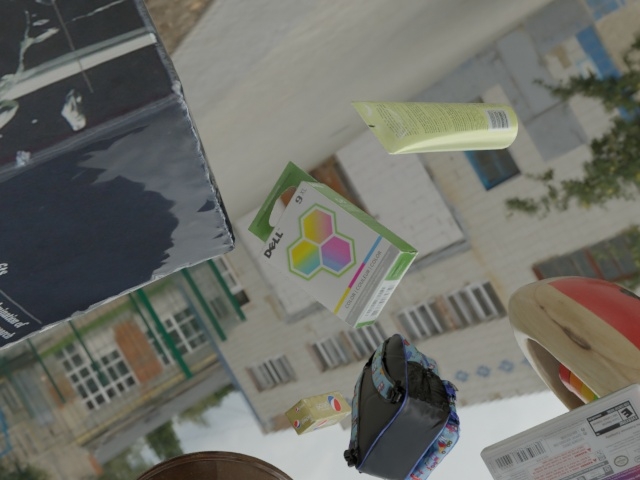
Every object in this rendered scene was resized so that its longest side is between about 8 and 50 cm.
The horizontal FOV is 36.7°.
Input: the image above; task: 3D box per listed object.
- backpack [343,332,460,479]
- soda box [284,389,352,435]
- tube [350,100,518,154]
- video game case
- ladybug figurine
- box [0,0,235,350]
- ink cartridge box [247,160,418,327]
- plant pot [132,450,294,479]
[{"bbox_3d":[0.108,0.221,1.299,0.158,0.117,0.173,-60,-165,27],"label":"backpack"},{"bbox_3d":[-0.003,0.387,2.176,0.058,0.061,0.181,-42,160,20],"label":"soda box"},{"bbox_3d":[0.148,-0.143,1.210,0.240,0.062,0.070,-6,-170,-40],"label":"tube"},{"bbox_3d":[0.309,0.279,1.078,0.201,0.183,0.023,-30,176,25],"label":"video game case"},{"bbox_3d":[0.447,0.195,1.390,0.162,0.305,0.449,-36,-141,-5],"label":"ladybug figurine"},{"bbox_3d":[-0.378,-0.141,0.707,0.471,0.480,0.297,-24,163,-8],"label":"box"},{"bbox_3d":[0.000,0.000,1.151,0.109,0.209,0.062,-59,158,14],"label":"ink cartridge box"},{"bbox_3d":[-0.081,0.268,0.693,0.167,0.167,0.165,-30,-158,10],"label":"plant pot"}]
